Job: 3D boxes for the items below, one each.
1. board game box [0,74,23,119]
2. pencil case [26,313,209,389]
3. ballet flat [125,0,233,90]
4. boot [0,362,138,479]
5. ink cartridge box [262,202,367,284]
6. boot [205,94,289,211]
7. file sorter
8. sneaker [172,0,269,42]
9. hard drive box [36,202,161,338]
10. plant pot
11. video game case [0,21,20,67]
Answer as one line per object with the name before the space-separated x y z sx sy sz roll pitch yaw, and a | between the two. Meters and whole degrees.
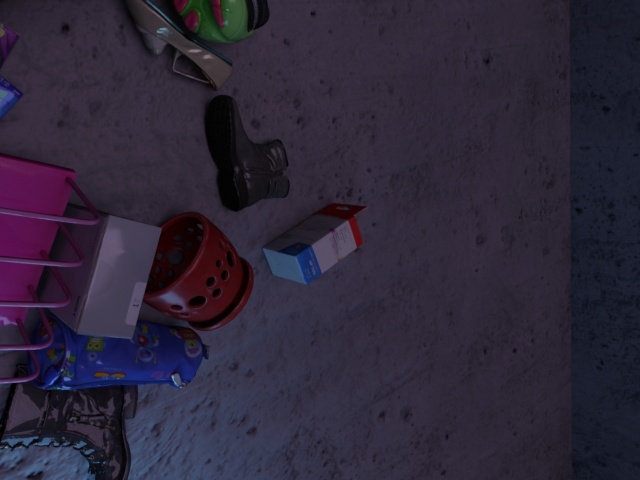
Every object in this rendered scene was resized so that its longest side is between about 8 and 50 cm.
board game box | -0.558 -0.184 0.778 0.160 0.047 0.210 44 73 -38
pencil case | -0.354 0.208 0.999 0.306 0.133 0.119 17 122 -48
ballet flat | -0.270 -0.361 1.030 0.248 0.086 0.086 29 79 -40
boot | -0.460 0.352 0.995 0.229 0.091 0.263 11 81 -40
ink cartridge box | 0.000 0.000 1.279 0.231 0.134 0.078 -34 117 -30
boot | -0.146 -0.192 1.172 0.161 0.083 0.246 -27 120 -41
file sorter | -0.470 0.042 0.792 0.202 0.182 0.291 11 112 -46
sneaker | -0.203 -0.603 1.000 0.202 0.185 0.483 -31 116 -57
hard drive box | -0.370 0.042 0.911 0.089 0.232 0.181 17 88 -40
plant pot | -0.233 0.068 1.060 0.174 0.191 0.191 45 69 -38
video game case | -0.592 -0.264 0.795 0.210 0.042 0.232 34 76 -40
